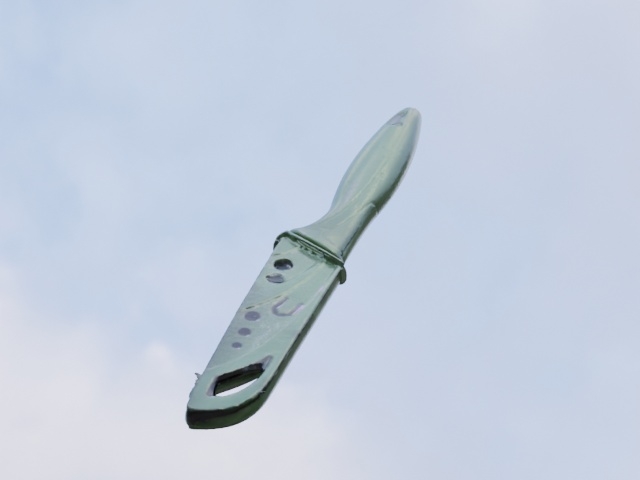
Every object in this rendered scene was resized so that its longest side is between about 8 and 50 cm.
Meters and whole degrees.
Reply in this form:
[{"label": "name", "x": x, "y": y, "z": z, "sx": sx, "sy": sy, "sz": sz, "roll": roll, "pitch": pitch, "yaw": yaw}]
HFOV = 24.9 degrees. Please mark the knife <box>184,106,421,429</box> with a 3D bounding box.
[{"label": "knife", "x": 0.000, "y": 0.002, "z": 0.720, "sx": 0.043, "sy": 0.293, "sz": 0.020, "roll": 10, "pitch": -55, "yaw": 15}]
